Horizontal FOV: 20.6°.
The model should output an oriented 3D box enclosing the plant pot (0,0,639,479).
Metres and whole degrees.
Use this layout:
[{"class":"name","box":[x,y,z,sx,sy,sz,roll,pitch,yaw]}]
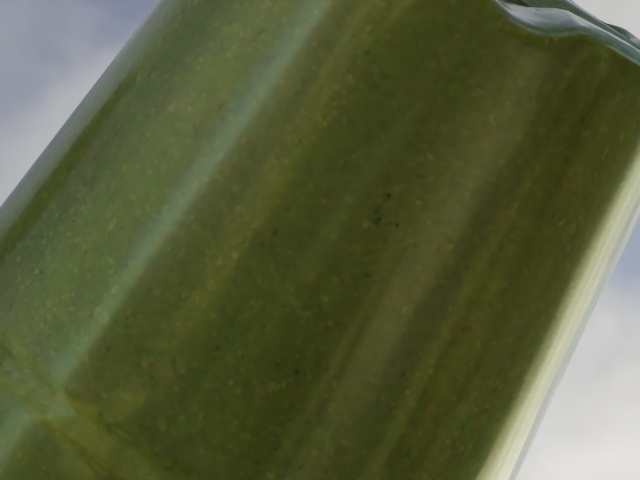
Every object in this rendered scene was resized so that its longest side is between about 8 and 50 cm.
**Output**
[{"class":"plant pot","box":[0.000,0.000,0.672,0.276,0.276,0.254,22,-75,-35]}]
